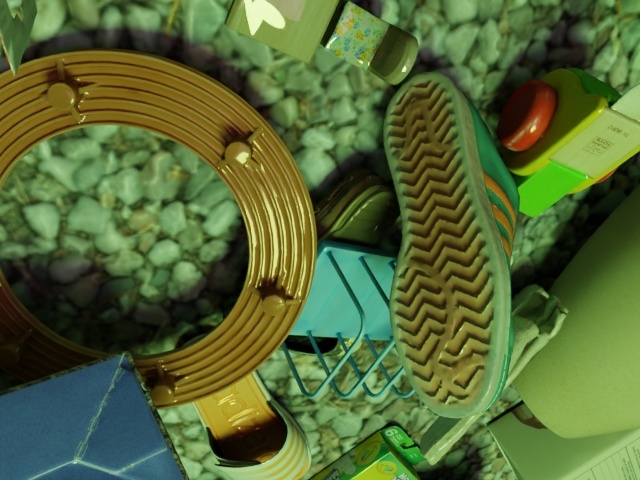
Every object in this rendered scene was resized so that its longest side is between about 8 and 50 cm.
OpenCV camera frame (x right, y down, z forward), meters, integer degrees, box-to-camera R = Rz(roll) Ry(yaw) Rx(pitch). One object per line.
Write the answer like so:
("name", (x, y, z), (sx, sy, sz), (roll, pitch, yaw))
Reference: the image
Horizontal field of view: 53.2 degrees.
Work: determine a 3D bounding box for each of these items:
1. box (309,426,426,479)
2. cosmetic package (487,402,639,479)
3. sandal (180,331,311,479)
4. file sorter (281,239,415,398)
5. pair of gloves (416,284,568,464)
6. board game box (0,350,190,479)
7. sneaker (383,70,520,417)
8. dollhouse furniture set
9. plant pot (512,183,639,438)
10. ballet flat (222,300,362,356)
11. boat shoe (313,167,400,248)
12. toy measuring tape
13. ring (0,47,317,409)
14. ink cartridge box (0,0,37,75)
("box", (0.057, 0.328, 0.854), (0.179, 0.043, 0.105), (-38, 124, 2))
("cosmetic package", (0.405, 0.260, 0.888), (0.296, 0.129, 0.153), (-32, 126, -1))
("sandal", (-0.085, 0.218, 0.718), (0.101, 0.076, 0.265), (-28, 124, -3))
("file sorter", (0.058, 0.087, 0.629), (0.170, 0.105, 0.118), (9, 127, -37))
("pair of gloves", (0.174, 0.127, 0.695), (0.042, 0.240, 0.204), (41, 100, 7))
("board game box", (-0.267, 0.249, 0.524), (0.232, 0.141, 0.291), (-15, 152, -39))
("sneaker", (0.132, 0.002, 0.568), (0.108, 0.302, 0.121), (-17, 155, 39))
("dollhouse furniture set", (0.019, -0.242, 0.438), (0.212, 0.161, 0.242), (17, 112, -27))
("plant pot", (0.359, 0.104, 0.734), (0.256, 0.257, 0.274), (26, 124, -30))
("ballet flat", (-0.026, 0.103, 0.687), (0.173, 0.049, 0.058), (14, 110, -30))
("boat shoe", (0.000, 0.000, 0.634), (0.178, 0.060, 0.064), (-42, 138, 15))
("toy measuring tape", (0.258, -0.135, 0.568), (0.121, 0.122, 0.330), (7, 150, -23))
("ring", (-0.170, 0.012, 0.544), (0.336, 0.032, 0.337), (-1, 114, -3))
("ink cartridge box", (-0.221, -0.224, 0.346), (0.066, 0.189, 0.233), (-9, 122, -14))
